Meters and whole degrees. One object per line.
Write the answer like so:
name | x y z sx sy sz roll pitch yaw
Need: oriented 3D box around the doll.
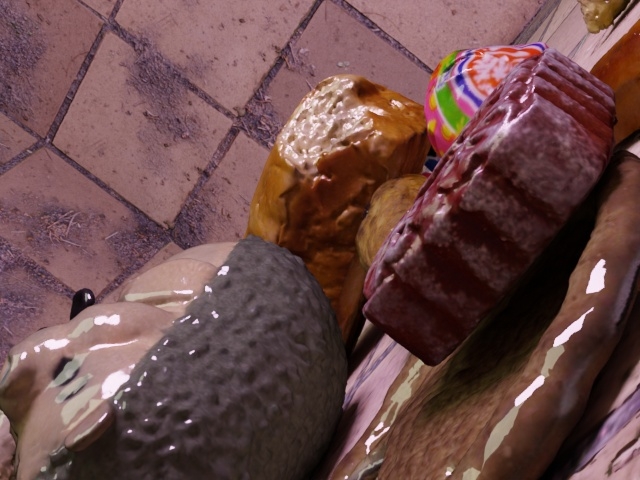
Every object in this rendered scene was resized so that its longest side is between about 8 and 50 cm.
doll | -0.110 0.127 0.811 0.247 0.247 0.349 -53 4 23

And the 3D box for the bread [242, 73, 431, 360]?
bread | -0.004 -0.003 1.112 0.195 0.149 0.344 -42 -26 -65

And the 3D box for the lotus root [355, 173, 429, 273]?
lotus root | 0.076 0.012 0.887 0.191 0.094 0.108 -86 -8 -70

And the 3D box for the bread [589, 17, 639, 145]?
bread | 0.200 -0.116 0.628 0.126 0.044 0.129 -52 -3 -27

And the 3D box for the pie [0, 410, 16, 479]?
pie | -0.199 0.229 0.940 0.077 0.339 0.339 -8 19 20

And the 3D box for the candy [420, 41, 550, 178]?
candy | 0.129 -0.055 1.027 0.124 0.124 0.365 -53 -8 -27

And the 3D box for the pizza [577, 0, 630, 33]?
pizza | 0.322 -0.341 1.035 0.280 0.075 0.288 -4 -69 -39

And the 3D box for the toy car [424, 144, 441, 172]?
toy car | 0.173 -0.120 1.183 0.171 0.080 0.070 -54 1 -36

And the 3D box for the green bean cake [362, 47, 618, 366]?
green bean cake | 0.080 -0.021 0.508 0.135 0.056 0.136 -52 1 28

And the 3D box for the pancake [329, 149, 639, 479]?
pancake | 0.064 0.073 0.502 0.288 0.033 0.286 -53 1 -43
